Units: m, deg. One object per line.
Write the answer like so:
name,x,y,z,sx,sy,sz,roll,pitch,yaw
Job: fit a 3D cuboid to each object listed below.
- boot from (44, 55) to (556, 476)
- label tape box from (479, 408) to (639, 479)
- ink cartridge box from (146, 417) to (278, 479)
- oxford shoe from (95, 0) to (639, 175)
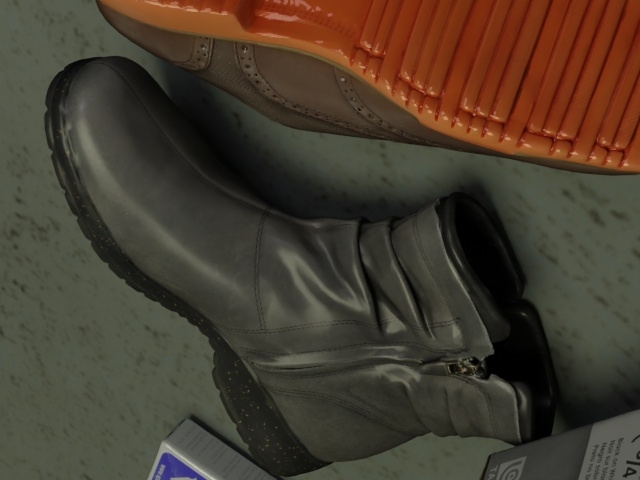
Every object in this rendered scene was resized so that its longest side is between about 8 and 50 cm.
boot,0.000,0.000,0.940,0.222,0.118,0.338,-16,122,36
label tape box,0.274,0.190,0.829,0.333,0.106,0.240,-26,116,41
ink cartridge box,-0.058,0.266,1.190,0.208,0.045,0.206,35,133,12
oxford shoe,0.041,-0.114,0.847,0.363,0.130,0.133,22,162,13
